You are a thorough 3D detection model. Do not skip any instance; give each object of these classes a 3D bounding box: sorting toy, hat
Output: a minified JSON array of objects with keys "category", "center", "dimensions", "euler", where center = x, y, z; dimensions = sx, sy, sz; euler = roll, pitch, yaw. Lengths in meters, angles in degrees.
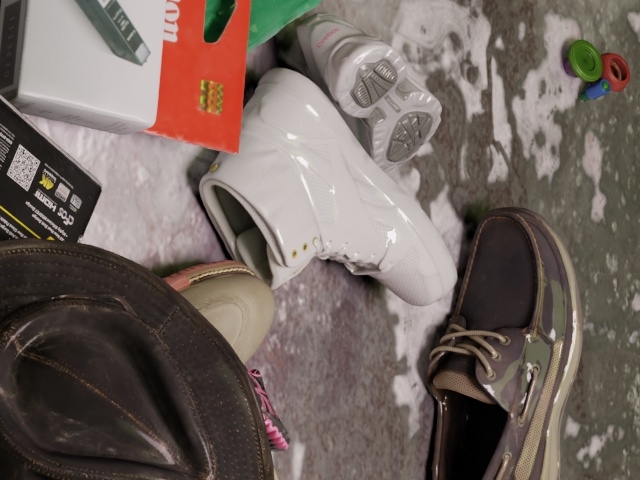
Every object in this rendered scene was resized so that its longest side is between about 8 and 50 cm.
[{"category":"sorting toy","center":[0.314,-0.192,2.065],"dimensions":[0.102,0.042,0.061],"euler":[13,65,-36]},{"category":"hat","center":[-0.153,0.130,1.231],"dimensions":[0.331,0.134,0.331],"euler":[11,64,-24]}]

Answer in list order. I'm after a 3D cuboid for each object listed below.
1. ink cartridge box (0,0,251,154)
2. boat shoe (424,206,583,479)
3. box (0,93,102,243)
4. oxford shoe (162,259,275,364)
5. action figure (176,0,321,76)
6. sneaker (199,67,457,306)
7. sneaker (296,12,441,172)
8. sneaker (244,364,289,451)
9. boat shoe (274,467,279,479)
[{"category":"ink cartridge box","center":[-0.144,-0.224,1.481],"dimensions":[0.239,0.060,0.275],"euler":[10,79,-34]},{"category":"boat shoe","center":[0.185,0.140,1.850],"dimensions":[0.130,0.132,0.355],"euler":[4,86,-49]},{"category":"box","center":[-0.317,-0.009,1.295],"dimensions":[0.322,0.079,0.257],"euler":[44,61,-48]},{"category":"oxford shoe","center":[-0.121,0.145,1.455],"dimensions":[0.397,0.146,0.140],"euler":[-46,144,-49]},{"category":"action figure","center":[-0.054,-0.237,1.623],"dimensions":[0.232,0.063,0.137],"euler":[-34,115,-37]},{"category":"sneaker","center":[0.000,0.000,1.668],"dimensions":[0.292,0.108,0.169],"euler":[48,58,-26]},{"category":"sneaker","center":[0.042,-0.152,1.717],"dimensions":[0.090,0.115,0.232],"euler":[-40,150,-5]},{"category":"sneaker","center":[-0.061,0.148,1.642],"dimensions":[0.119,0.047,0.057],"euler":[54,42,-36]},{"category":"boat shoe","center":[-0.109,0.336,1.527],"dimensions":[0.110,0.121,0.341],"euler":[11,83,-49]}]
